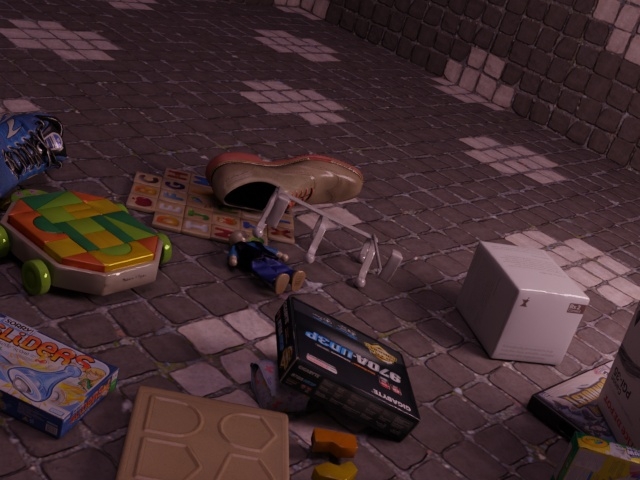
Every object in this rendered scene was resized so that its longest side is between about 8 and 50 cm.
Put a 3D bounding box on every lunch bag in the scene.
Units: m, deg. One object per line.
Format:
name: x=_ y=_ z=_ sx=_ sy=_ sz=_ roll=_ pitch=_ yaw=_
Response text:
lunch bag: x=-0.060 y=0.210 z=1.259 sx=0.071 sy=0.053 sz=0.083 roll=1 pitch=41 yaw=-30

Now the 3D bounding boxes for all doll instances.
doll: x=-0.108 y=0.035 z=1.591 sx=0.129 sy=0.046 sz=0.189 roll=-7 pitch=31 yaw=-41

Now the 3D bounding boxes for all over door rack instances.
over door rack: x=0.000 y=0.000 z=1.585 sx=0.239 sy=0.108 sz=0.324 roll=26 pitch=4 yaw=-7

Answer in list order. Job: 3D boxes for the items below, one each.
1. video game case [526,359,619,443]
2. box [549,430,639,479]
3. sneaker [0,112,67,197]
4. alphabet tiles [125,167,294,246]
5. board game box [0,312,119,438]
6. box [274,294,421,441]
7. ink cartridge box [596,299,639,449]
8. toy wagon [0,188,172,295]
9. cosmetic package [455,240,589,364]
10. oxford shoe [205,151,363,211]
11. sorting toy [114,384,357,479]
video game case: x=0.522 y=0.309 z=1.442 sx=0.275 sy=0.035 sz=0.248 roll=-9 pitch=36 yaw=-43
box: x=0.433 y=0.345 z=1.230 sx=0.179 sy=0.105 sz=0.043 roll=18 pitch=26 yaw=-1
sneaker: x=-0.558 y=-0.171 z=1.584 sx=0.147 sy=0.130 sz=0.330 roll=-12 pitch=27 yaw=5
alphabet tiles: x=-0.221 y=-0.069 z=1.775 sx=0.342 sy=0.011 sz=0.285 roll=12 pitch=26 yaw=-10
board game box: x=-0.390 y=0.175 z=1.141 sx=0.201 sy=0.035 sz=0.136 roll=22 pitch=26 yaw=10
box: x=0.036 y=0.189 z=1.291 sx=0.220 sy=0.051 sz=0.175 roll=29 pitch=21 yaw=-18
ink cartridge box: x=0.546 y=0.207 z=1.297 sx=0.117 sy=0.283 sz=0.207 roll=9 pitch=26 yaw=-8
toy wagon: x=-0.433 y=-0.015 z=1.464 sx=0.344 sy=0.068 sz=0.267 roll=33 pitch=29 yaw=30
cosmetic package: x=0.371 y=0.115 z=1.606 sx=0.151 sy=0.151 sz=0.184 roll=8 pitch=26 yaw=-18
oxford shoe: x=-0.064 y=-0.102 z=1.815 sx=0.348 sy=0.123 sz=0.130 roll=-1 pitch=39 yaw=-19
sorting toy: x=-0.099 y=0.284 z=1.108 sx=0.307 sy=0.041 sz=0.229 roll=13 pitch=21 yaw=-9
